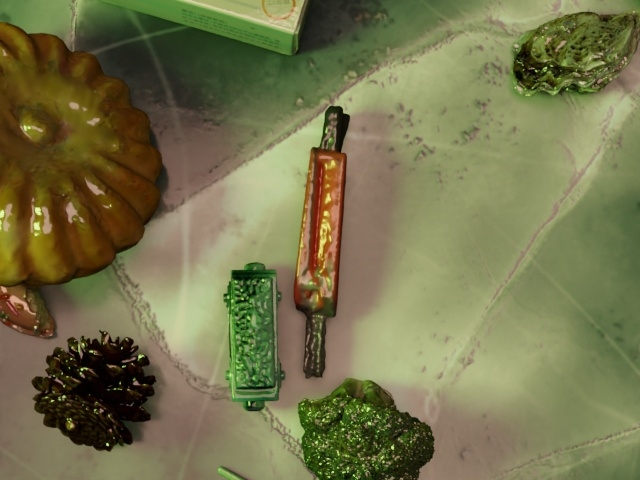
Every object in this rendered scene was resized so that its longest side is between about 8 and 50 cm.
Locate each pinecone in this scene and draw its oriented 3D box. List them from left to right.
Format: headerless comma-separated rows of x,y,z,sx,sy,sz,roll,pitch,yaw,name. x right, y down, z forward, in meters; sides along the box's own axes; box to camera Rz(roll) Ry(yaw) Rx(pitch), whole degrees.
-0.245,0.163,1.138,0.140,0.140,0.120,25,59,1,pinecone

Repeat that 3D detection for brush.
-0.001,0.000,1.205,0.051,0.070,0.323,4,81,1,brush

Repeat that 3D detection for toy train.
-0.075,0.107,1.167,0.070,0.099,0.172,-1,80,-4,toy train

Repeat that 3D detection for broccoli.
0.044,0.220,1.142,0.162,0.145,0.138,16,41,-13,broccoli

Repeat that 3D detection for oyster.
0.321,-0.231,1.269,0.177,0.064,0.125,-10,66,5,oyster

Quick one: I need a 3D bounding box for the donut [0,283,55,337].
-0.346,0.022,1.184,0.117,0.065,0.166,11,79,-2,donut

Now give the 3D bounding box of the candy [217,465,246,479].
0.009,0.329,1.161,0.288,0.084,0.078,27,77,12,candy

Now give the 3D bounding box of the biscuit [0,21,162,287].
-0.320,-0.106,1.119,0.326,0.107,0.325,16,55,-24,biscuit

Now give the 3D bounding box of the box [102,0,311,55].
-0.139,-0.327,1.246,0.269,0.079,0.135,16,80,-1,box
